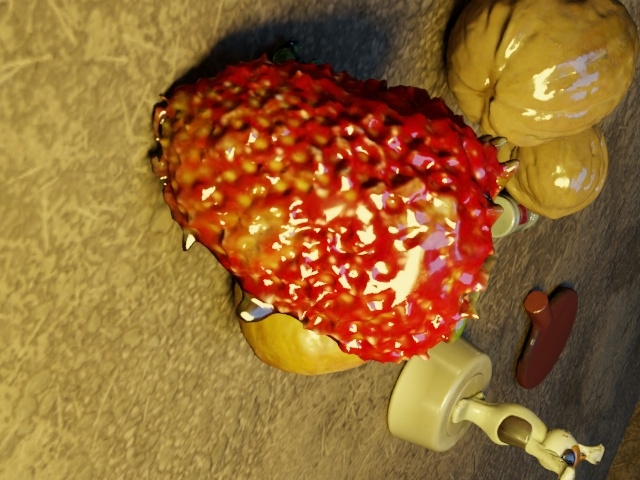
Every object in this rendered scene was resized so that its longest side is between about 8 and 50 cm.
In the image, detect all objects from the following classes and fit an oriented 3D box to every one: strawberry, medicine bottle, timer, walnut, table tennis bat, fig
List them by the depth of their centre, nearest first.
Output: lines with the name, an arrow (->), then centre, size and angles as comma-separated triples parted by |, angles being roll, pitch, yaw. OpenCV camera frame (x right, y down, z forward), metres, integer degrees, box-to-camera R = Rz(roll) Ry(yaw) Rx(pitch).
strawberry -> 0.019, -0.022, 0.827 | 0.306, 0.137, 0.234 | 12, 90, -28
fig -> 0.000, 0.000, 0.957 | 0.159, 0.159, 0.257 | -32, 133, -45
walnut -> 0.244, -0.204, 1.145 | 0.213, 0.213, 0.213 | -40, 143, -38
walnut -> 0.305, -0.110, 1.379 | 0.166, 0.149, 0.167 | -177, -90, -89
timer -> 0.247, 0.250, 1.440 | 0.175, 0.266, 0.175 | -40, 144, -39
medicine bottle -> 0.260, -0.038, 1.448 | 0.091, 0.058, 0.058 | -14, 124, -55
table tennis bat -> 0.407, 0.164, 1.886 | 0.200, 0.038, 0.310 | -58, 152, -12

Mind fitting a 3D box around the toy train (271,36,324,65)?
toy train -> -0.018, -0.125, 0.924 | 0.081, 0.050, 0.122 | -54, 151, 5
